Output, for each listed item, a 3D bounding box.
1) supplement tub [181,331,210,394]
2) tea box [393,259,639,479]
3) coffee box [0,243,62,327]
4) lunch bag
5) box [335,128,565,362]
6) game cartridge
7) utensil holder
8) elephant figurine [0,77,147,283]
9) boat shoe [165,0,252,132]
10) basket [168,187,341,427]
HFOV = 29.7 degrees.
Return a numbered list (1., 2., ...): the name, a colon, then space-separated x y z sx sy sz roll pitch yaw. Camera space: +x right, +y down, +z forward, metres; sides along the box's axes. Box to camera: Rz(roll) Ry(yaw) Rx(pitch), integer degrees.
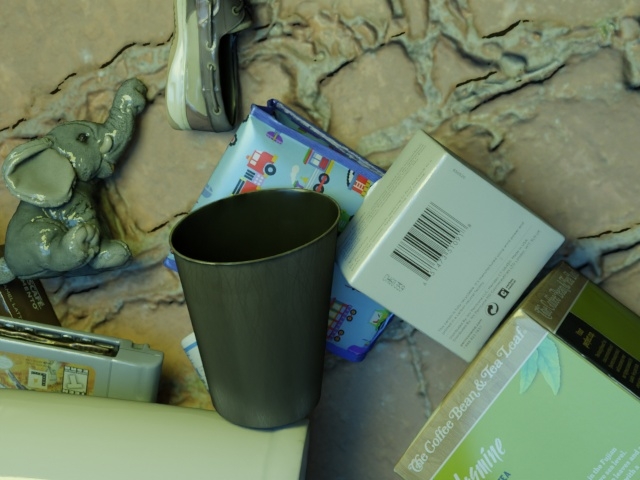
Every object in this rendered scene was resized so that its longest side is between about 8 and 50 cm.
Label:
1. supplement tub: -0.123 0.156 1.532 0.071 0.071 0.107 -31 86 19
2. tea box: 0.297 0.215 1.268 0.323 0.329 0.220 39 107 11
3. coffee box: -0.493 0.119 1.631 0.247 0.098 0.141 -26 89 19
4. lunch bag: 0.000 0.000 1.452 0.293 0.138 0.221 32 103 2
5. box: 0.138 0.005 1.355 0.182 0.119 0.181 33 100 -19
6. game cartridge: -0.359 0.197 1.554 0.297 0.062 0.198 10 119 -3
7. utensil holder: -0.222 0.347 1.409 0.386 0.327 0.327 6 99 2
8. elephant figurine: -0.324 -0.076 1.537 0.169 0.186 0.239 -13 83 50
9. boat shoe: -0.127 -0.269 1.464 0.092 0.103 0.285 10 104 11
10. basket: -0.067 0.081 1.347 0.154 0.204 0.226 25 126 41
